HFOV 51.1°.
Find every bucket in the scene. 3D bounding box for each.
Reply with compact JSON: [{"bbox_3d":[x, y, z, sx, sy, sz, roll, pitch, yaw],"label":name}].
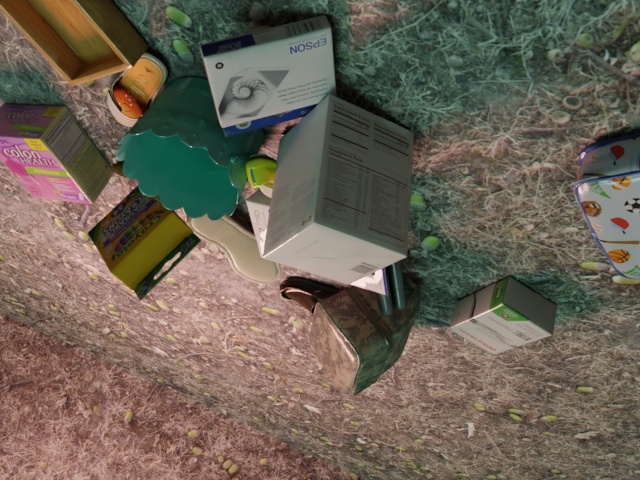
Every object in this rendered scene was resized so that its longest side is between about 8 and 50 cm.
[{"bbox_3d":[-0.262,-0.192,1.407,0.281,0.183,0.281,17,149,11],"label":"bucket"}]

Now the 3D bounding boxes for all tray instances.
[{"bbox_3d":[-0.532,-0.484,1.247,0.203,0.076,0.411,-3,139,36],"label":"tray"}]

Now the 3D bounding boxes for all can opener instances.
[{"bbox_3d":[0.145,0.040,1.548,0.093,0.074,0.280,-137,29,-61],"label":"can opener"}]

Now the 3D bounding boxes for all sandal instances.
[{"bbox_3d":[-0.406,-0.306,1.423,0.102,0.076,0.265,35,149,-14],"label":"sandal"}]

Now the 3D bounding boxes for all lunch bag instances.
[{"bbox_3d":[0.128,0.233,1.743,0.212,0.256,0.305,53,157,26],"label":"lunch bag"},{"bbox_3d":[0.589,-0.054,1.135,0.243,0.115,0.303,-12,133,40],"label":"lunch bag"}]

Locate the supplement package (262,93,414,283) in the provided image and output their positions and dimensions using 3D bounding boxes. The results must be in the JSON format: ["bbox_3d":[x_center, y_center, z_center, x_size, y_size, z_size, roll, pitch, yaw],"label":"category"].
[{"bbox_3d":[0.036,-0.087,1.256,0.198,0.262,0.199,19,153,-26],"label":"supplement package"}]

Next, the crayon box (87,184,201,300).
[{"bbox_3d":[-0.442,-0.011,1.648,0.083,0.203,0.323,50,172,-37],"label":"crayon box"}]

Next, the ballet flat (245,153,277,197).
[{"bbox_3d":[-0.072,-0.118,1.398,0.077,0.077,0.231,-15,164,33],"label":"ballet flat"}]

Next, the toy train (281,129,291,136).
[{"bbox_3d":[-0.044,-0.219,1.384,0.083,0.017,0.023,1,152,32],"label":"toy train"}]

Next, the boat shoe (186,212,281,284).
[{"bbox_3d":[-0.224,-0.005,1.750,0.116,0.096,0.324,-40,124,12],"label":"boat shoe"}]

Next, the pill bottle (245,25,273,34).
[{"bbox_3d":[-0.098,-0.323,1.214,0.065,0.065,0.116,14,147,14],"label":"pill bottle"}]

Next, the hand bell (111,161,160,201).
[{"bbox_3d":[-0.445,-0.171,1.663,0.242,0.126,0.126,14,150,39],"label":"hand bell"}]

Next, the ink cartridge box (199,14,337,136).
[{"bbox_3d":[-0.082,-0.274,1.190,0.223,0.045,0.224,-16,146,-5],"label":"ink cartridge box"}]

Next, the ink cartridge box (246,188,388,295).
[{"bbox_3d":[0.000,0.000,1.547,0.371,0.069,0.175,17,134,33],"label":"ink cartridge box"}]

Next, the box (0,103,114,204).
[{"bbox_3d":[-0.694,-0.219,1.709,0.214,0.117,0.243,7,145,24],"label":"box"}]

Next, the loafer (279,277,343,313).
[{"bbox_3d":[-0.023,0.164,1.889,0.220,0.078,0.080,8,146,22],"label":"loafer"}]

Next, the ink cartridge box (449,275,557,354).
[{"bbox_3d":[0.437,0.186,1.616,0.153,0.087,0.208,31,147,-14],"label":"ink cartridge box"}]
